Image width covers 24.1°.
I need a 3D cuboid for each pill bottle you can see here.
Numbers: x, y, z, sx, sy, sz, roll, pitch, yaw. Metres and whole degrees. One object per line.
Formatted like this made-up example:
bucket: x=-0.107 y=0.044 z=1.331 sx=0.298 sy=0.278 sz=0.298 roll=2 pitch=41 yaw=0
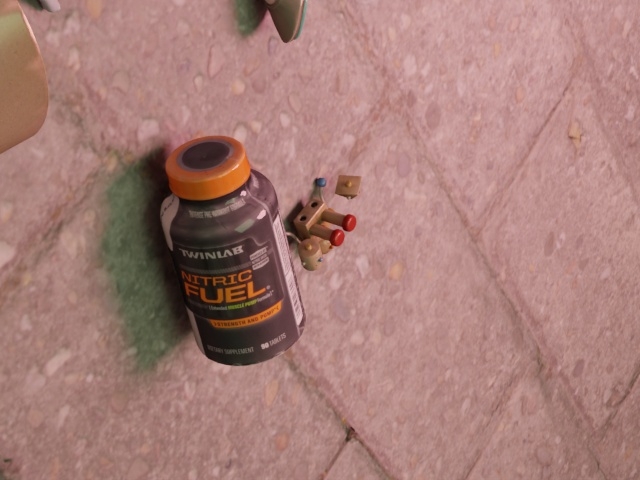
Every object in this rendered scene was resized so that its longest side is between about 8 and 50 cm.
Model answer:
pill bottle: x=-0.100 y=0.008 z=1.642 sx=0.130 sy=0.130 sz=0.245 roll=-40 pitch=133 yaw=-34

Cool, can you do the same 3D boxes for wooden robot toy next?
wooden robot toy: x=0.000 y=0.000 z=1.818 sx=0.173 sy=0.076 sz=0.079 roll=-51 pitch=150 yaw=-24

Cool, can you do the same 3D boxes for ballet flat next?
ballet flat: x=-0.044 y=-0.324 z=1.632 sx=0.068 sy=0.072 sz=0.213 roll=4 pitch=103 yaw=-24

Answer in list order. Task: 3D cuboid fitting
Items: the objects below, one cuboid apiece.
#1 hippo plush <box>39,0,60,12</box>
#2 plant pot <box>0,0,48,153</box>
hippo plush: x=-0.237 y=-0.303 z=1.242 sx=0.234 sy=0.237 sz=0.294 roll=-19 pitch=120 yaw=-46
plant pot: x=-0.389 y=-0.107 z=1.101 sx=0.274 sy=0.256 sz=0.256 roll=-42 pitch=135 yaw=-31
